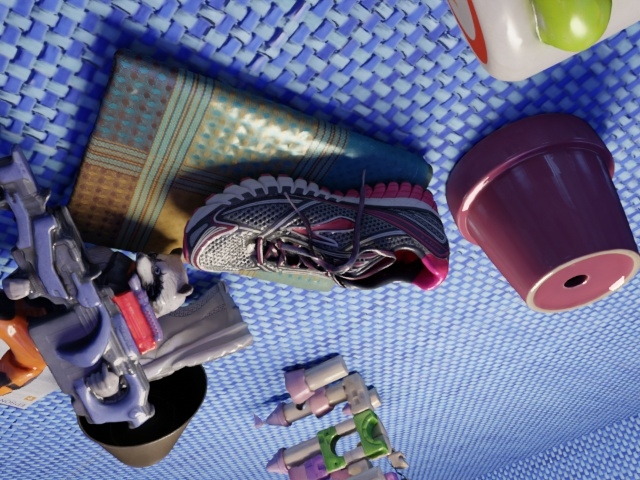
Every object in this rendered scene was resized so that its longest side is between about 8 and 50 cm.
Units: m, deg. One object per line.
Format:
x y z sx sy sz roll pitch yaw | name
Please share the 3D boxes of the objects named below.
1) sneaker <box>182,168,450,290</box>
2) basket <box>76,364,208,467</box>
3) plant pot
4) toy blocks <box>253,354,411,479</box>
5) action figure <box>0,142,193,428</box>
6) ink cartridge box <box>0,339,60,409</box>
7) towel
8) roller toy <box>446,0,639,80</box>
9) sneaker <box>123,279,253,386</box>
0.000 0.000 0.576 0.299 0.112 0.121 -4 142 -8 | sneaker
-0.312 0.309 0.921 0.204 0.154 0.227 -17 153 -30 | basket
0.277 -0.021 0.636 0.201 0.180 0.201 -9 143 -7 | plant pot
0.010 0.444 1.073 0.260 0.289 0.309 -27 143 9 | toy blocks
-0.312 0.049 0.583 0.330 0.178 0.342 -8 117 -9 | action figure
-0.471 0.174 0.783 0.224 0.045 0.223 -27 140 18 | ink cartridge box
-0.083 -0.050 0.615 0.370 0.040 0.271 15 135 -29 | towel
0.144 -0.220 0.335 0.146 0.209 0.191 -25 180 17 | roller toy
-0.242 0.142 0.763 0.281 0.115 0.105 -17 169 -1 | sneaker
